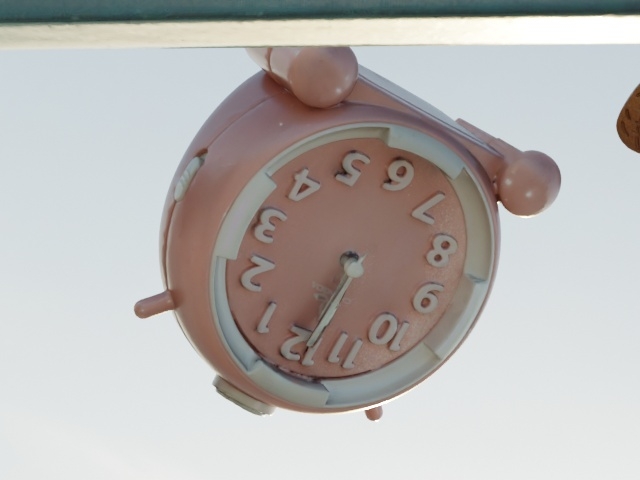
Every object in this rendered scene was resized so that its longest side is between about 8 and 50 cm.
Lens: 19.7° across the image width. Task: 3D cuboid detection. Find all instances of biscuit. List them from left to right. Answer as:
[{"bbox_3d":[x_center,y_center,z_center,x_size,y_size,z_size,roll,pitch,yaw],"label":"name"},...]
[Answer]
[{"bbox_3d":[0.320,-0.116,1.707,0.078,0.015,0.091,26,-61,-5],"label":"biscuit"}]

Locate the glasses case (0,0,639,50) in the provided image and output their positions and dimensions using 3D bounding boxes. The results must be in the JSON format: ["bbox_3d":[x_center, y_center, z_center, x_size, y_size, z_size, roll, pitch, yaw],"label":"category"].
[{"bbox_3d":[-0.014,-0.113,0.549,0.301,0.117,0.070,1,-8,8],"label":"glasses case"}]

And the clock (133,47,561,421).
[{"bbox_3d":[0.000,0.000,1.204,0.227,0.241,0.142,25,6,-27],"label":"clock"}]
